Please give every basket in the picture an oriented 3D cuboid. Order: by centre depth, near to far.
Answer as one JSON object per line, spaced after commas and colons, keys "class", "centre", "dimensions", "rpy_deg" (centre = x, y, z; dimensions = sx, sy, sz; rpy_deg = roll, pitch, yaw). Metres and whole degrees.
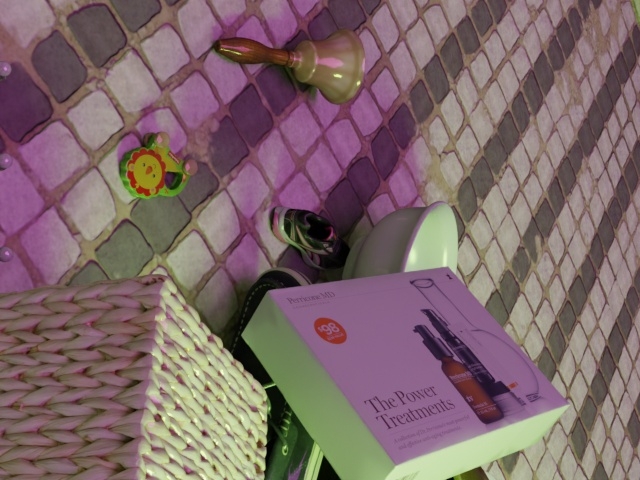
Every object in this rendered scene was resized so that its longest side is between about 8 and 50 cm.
{"class": "basket", "centre": [-0.244, 0.227, 0.943], "dimensions": [0.328, 0.331, 0.266], "rpy_deg": [61, 27, -52]}

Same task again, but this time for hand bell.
{"class": "hand bell", "centre": [-0.060, -0.288, 1.480], "dimensions": [0.242, 0.126, 0.126], "rpy_deg": [0, 87, -38]}

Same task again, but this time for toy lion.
{"class": "toy lion", "centre": [-0.229, -0.096, 1.302], "dimensions": [0.100, 0.034, 0.096], "rpy_deg": [45, 62, -39]}

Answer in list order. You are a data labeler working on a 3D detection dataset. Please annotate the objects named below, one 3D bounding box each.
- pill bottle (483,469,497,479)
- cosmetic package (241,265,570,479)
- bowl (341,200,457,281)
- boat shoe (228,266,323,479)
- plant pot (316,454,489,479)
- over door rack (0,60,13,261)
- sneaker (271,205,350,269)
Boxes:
{"class": "pill bottle", "centre": [0.237, 0.553, 1.712], "dimensions": [0.152, 0.152, 0.272], "rpy_deg": [45, 54, -38]}
{"class": "cosmetic package", "centre": [0.122, 0.176, 1.261], "dimensions": [0.377, 0.284, 0.097], "rpy_deg": [-6, 135, -45]}
{"class": "bowl", "centre": [0.125, 0.070, 1.598], "dimensions": [0.298, 0.134, 0.297], "rpy_deg": [-37, 132, -55]}
{"class": "boat shoe", "centre": [-0.097, 0.266, 1.302], "dimensions": [0.156, 0.187, 0.500], "rpy_deg": [27, 64, -42]}
{"class": "plant pot", "centre": [0.108, 0.421, 1.456], "dimensions": [0.353, 0.366, 0.366], "rpy_deg": [27, 66, -59]}
{"class": "over door rack", "centre": [-0.462, -0.095, 0.963], "dimensions": [0.324, 0.108, 0.239], "rpy_deg": [4, 84, -50]}
{"class": "sneaker", "centre": [0.000, 0.000, 1.528], "dimensions": [0.178, 0.077, 0.072], "rpy_deg": [28, 67, -46]}
